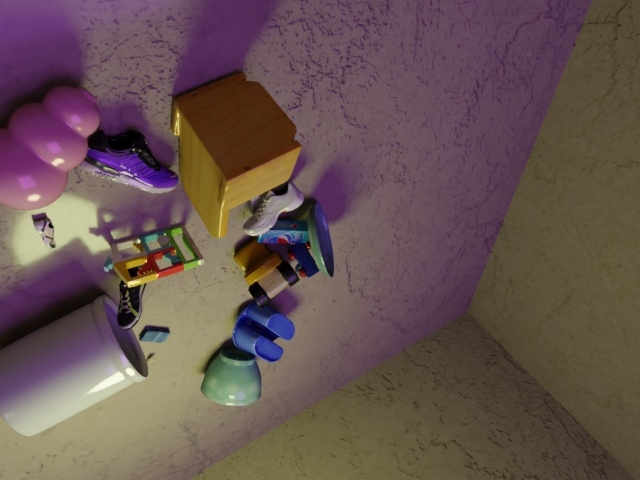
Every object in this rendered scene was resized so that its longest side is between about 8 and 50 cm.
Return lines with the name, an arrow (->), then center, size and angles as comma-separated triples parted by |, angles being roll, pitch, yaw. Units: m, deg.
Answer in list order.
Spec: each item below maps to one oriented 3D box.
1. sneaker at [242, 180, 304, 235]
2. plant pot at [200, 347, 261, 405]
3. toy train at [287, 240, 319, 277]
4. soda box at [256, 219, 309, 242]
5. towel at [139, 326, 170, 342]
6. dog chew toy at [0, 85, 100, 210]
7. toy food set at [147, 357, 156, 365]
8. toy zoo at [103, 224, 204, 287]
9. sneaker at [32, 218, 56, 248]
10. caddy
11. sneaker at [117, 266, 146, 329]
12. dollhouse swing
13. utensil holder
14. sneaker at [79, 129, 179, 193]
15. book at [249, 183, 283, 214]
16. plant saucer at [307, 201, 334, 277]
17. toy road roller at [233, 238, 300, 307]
sneaker -> -0.193, -0.130, 1.736 | 0.262, 0.099, 0.121 | -39, 139, -7
plant pot -> -0.415, 0.638, 2.268 | 0.293, 0.293, 0.196 | 5, 99, -46
toy train -> -0.106, 0.044, 2.029 | 0.105, 0.248, 0.143 | -32, -176, -18
soda box -> -0.153, -0.036, 1.888 | 0.210, 0.071, 0.067 | 0, 130, -24
towel -> -0.683, 0.391, 1.936 | 0.067, 0.029, 0.119 | -50, 144, 13
dog chew toy -> -0.671, -0.235, 1.141 | 0.332, 0.206, 0.206 | -49, 145, -2
toy food set -> -0.800, 0.514, 1.963 | 0.132, 0.039, 0.192 | -42, 151, 14
toy zoo -> -0.557, 0.051, 1.545 | 0.293, 0.192, 0.030 | -19, 140, -29
sneaker -> -0.798, -0.019, 1.380 | 0.043, 0.040, 0.109 | -26, 143, -22
caddy -> -0.277, 0.429, 2.231 | 0.241, 0.179, 0.341 | -58, 147, -14
sneaker -> -0.661, 0.184, 1.597 | 0.084, 0.235, 0.097 | -9, 150, 14
dollhouse swing -> -0.254, -0.234, 1.398 | 0.315, 0.347, 0.305 | -29, 152, -17
utensil holder -> -0.833, 0.418, 1.576 | 0.385, 0.328, 0.328 | -29, 143, -14
sneaker -> -0.521, -0.234, 1.349 | 0.293, 0.102, 0.146 | 12, 119, -48
book -> -0.200, -0.159, 1.787 | 0.144, 0.035, 0.096 | -21, 142, -23
plant saucer -> 0.000, 0.000, 1.943 | 0.043, 0.318, 0.318 | -11, 145, 11
toy road roller -> -0.235, 0.119, 1.956 | 0.202, 0.241, 0.329 | -36, -178, -7
